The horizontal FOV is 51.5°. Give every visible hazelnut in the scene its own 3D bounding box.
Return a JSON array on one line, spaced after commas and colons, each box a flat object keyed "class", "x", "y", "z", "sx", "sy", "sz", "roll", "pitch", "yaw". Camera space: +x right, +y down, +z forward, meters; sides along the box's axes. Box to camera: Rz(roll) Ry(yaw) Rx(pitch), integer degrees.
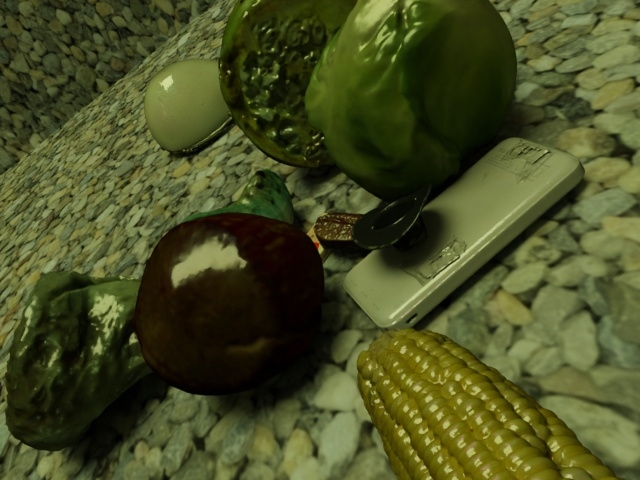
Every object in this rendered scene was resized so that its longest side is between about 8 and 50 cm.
[{"class": "hazelnut", "x": -0.108, "y": 0.065, "z": 0.789, "sx": 0.234, "sy": 0.218, "sz": 0.218, "roll": -32, "pitch": 32, "yaw": 13}]

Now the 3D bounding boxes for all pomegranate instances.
[{"class": "pomegranate", "x": 0.011, "y": -0.286, "z": 1.079, "sx": 0.359, "sy": 0.309, "sz": 0.216, "roll": -6, "pitch": 22, "yaw": -11}]

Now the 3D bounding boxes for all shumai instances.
[{"class": "shumai", "x": -0.302, "y": 0.182, "z": 0.915, "sx": 0.225, "sy": 0.222, "sz": 0.260, "roll": -97, "pitch": 25, "yaw": -67}]

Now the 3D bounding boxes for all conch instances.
[{"class": "conch", "x": -0.124, "y": -0.012, "z": 0.989, "sx": 0.188, "sy": 0.122, "sz": 0.176, "roll": -31, "pitch": 11, "yaw": 9}]

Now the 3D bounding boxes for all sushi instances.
[{"class": "sushi", "x": 0.037, "y": -0.011, "z": 0.877, "sx": 0.120, "sy": 0.055, "sz": 0.052, "roll": 0, "pitch": 62, "yaw": 36}]

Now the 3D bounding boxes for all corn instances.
[{"class": "corn", "x": 0.118, "y": 0.165, "z": 0.490, "sx": 0.130, "sy": 0.130, "sz": 0.347, "roll": -40, "pitch": 27, "yaw": -2}]

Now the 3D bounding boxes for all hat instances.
[{"class": "hat", "x": 0.092, "y": -0.016, "z": 0.752, "sx": 0.121, "sy": 0.050, "sz": 0.121, "roll": -35, "pitch": 17, "yaw": 12}]

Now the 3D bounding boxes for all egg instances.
[{"class": "egg", "x": -0.308, "y": -0.350, "z": 1.575, "sx": 0.264, "sy": 0.174, "sz": 0.286, "roll": -18, "pitch": 33, "yaw": 25}]

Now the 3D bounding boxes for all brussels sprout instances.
[{"class": "brussels sprout", "x": 0.117, "y": -0.194, "z": 0.846, "sx": 0.227, "sy": 0.294, "sz": 0.259, "roll": 26, "pitch": 44, "yaw": 38}]

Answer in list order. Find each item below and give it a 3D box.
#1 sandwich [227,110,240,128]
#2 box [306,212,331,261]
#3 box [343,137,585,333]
[{"class": "sandwich", "x": -0.049, "y": -0.306, "z": 1.357, "sx": 0.245, "sy": 0.063, "sz": 0.212, "roll": -46, "pitch": 35, "yaw": -11}, {"class": "box", "x": 0.000, "y": 0.000, "z": 0.941, "sx": 0.058, "sy": 0.015, "sz": 0.093, "roll": 9, "pitch": 54, "yaw": 50}, {"class": "box", "x": 0.156, "y": -0.012, "z": 0.764, "sx": 0.285, "sy": 0.044, "sz": 0.142, "roll": -41, "pitch": 28, "yaw": -2}]
